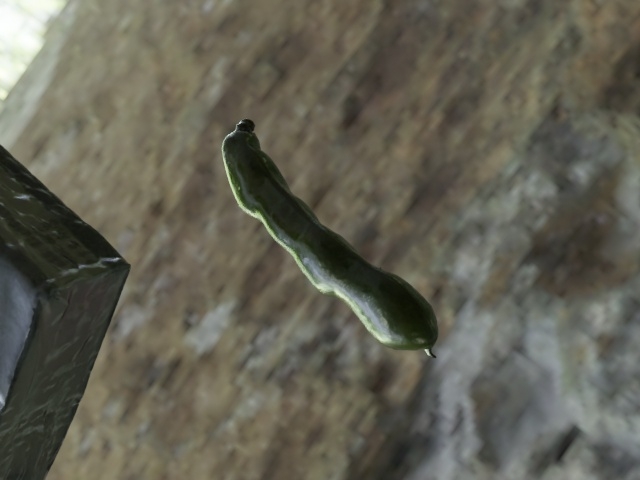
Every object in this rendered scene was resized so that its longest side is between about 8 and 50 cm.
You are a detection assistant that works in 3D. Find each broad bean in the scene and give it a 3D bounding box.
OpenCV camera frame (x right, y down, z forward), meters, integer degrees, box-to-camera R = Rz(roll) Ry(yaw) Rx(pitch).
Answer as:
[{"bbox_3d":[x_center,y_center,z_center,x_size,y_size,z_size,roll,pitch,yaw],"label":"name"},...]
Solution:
[{"bbox_3d":[0.000,0.001,1.331,0.053,0.052,0.256,-41,-123,-3],"label":"broad bean"}]

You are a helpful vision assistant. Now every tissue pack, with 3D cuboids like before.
[{"bbox_3d":[-0.362,0.023,1.570,0.394,0.124,0.288,41,-56,24],"label":"tissue pack"}]
